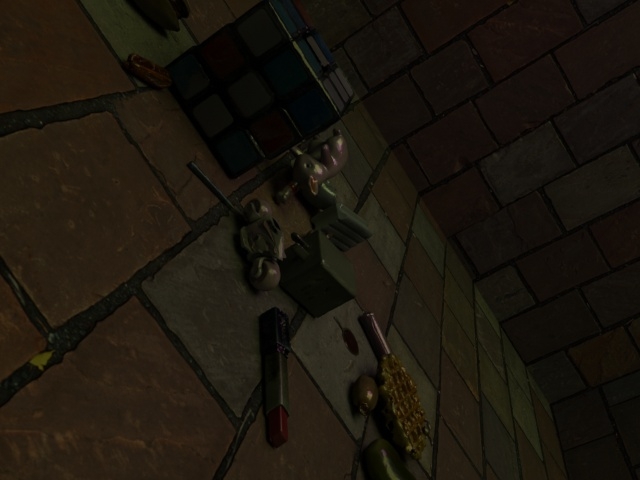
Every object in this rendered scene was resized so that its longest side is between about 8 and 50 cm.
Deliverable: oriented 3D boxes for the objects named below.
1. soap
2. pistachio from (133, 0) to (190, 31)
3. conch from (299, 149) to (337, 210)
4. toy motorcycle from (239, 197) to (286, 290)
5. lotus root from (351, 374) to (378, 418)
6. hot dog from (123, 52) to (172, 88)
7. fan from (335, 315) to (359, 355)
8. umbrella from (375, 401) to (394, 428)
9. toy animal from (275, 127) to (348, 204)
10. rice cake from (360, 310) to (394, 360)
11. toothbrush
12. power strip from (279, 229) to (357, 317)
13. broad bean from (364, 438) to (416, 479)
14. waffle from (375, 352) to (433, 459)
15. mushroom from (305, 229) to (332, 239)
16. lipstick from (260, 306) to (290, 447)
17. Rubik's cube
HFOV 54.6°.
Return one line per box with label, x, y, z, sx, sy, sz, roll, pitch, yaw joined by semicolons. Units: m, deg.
soap;0.071;-0.042;2.020;0.198;0.119;0.066;31;33;-53
pistachio;-0.442;-0.660;1.669;0.129;0.131;0.206;-56;132;-17
conch;-0.010;-0.188;2.023;0.185;0.121;0.221;5;63;-60
toy motorcycle;-0.132;0.001;1.486;0.112;0.112;0.254;36;37;-48
lotus root;0.116;0.398;1.607;0.073;0.062;0.150;54;19;-15
hot dog;-0.413;-0.403;1.486;0.144;0.038;0.062;11;55;-61
fan;0.075;0.269;1.770;0.133;0.005;0.085;57;21;-10
umbrella;0.183;0.485;1.704;0.165;0.025;0.027;53;6;-27
toy animal;-0.026;-0.225;1.843;0.282;0.140;0.138;-40;119;-40
rice cake;0.194;0.339;1.893;0.055;0.049;0.270;-7;70;-53
toothbrush;-0.246;-0.110;1.514;0.219;0.016;0.019;50;31;-29
power strip;-0.024;0.072;1.615;0.224;0.140;0.139;45;26;-33
broad bean;0.167;0.568;1.490;0.174;0.082;0.124;50;20;2
waffle;0.226;0.456;1.722;0.262;0.060;0.280;49;29;-29
mushroom;0.000;0.000;1.851;0.085;0.079;0.085;51;23;-32
lipstick;-0.091;0.278;1.298;0.051;0.051;0.312;45;25;-38
Rubik's cube;-0.145;-0.421;1.685;0.363;0.359;0.362;56;19;-10
